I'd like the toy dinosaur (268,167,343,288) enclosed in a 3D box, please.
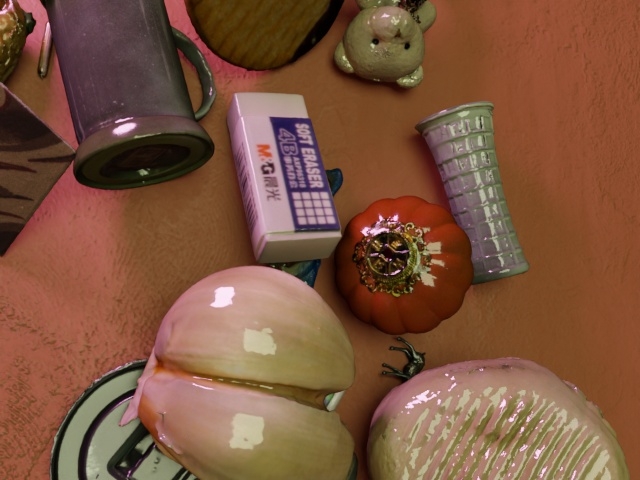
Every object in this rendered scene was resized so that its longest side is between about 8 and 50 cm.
[{"bbox_3d":[0.000,0.000,1.048,0.188,0.075,0.248,-20,62,-18],"label":"toy dinosaur"}]

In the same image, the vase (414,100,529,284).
[{"bbox_3d":[0.271,-0.077,1.134,0.143,0.143,0.299,-12,83,-20],"label":"vase"}]

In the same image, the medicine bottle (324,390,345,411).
[{"bbox_3d":[-0.072,0.194,0.982,0.219,0.078,0.115,34,82,-8],"label":"medicine bottle"}]

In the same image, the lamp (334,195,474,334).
[{"bbox_3d":[0.130,0.039,1.025,0.223,0.196,0.223,-5,77,20],"label":"lamp"}]

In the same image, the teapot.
[{"bbox_3d":[-0.276,-0.267,0.980,0.270,0.200,0.337,-7,76,-47],"label":"teapot"}]

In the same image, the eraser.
[{"bbox_3d":[-0.063,-0.104,1.017,0.124,0.081,0.279,-4,61,-21],"label":"eraser"}]

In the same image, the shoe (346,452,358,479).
[{"bbox_3d":[0.010,0.411,0.972,0.077,0.074,0.194,43,64,-28],"label":"shoe"}]

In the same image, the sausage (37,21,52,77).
[{"bbox_3d":[-0.431,-0.301,1.017,0.015,0.015,0.100,7,75,-17],"label":"sausage"}]

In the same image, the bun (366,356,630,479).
[{"bbox_3d":[0.249,0.341,0.949,0.362,0.234,0.326,1,69,8],"label":"bun"}]

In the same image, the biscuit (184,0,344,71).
[{"bbox_3d":[-0.079,-0.428,1.038,0.318,0.318,0.040,-32,48,-22],"label":"biscuit"}]

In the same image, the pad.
[{"bbox_3d":[-0.511,-0.154,0.883,0.330,0.004,0.220,42,111,-5],"label":"pad"}]

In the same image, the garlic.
[{"bbox_3d":[-0.085,0.198,0.853,0.313,0.249,0.286,20,55,0],"label":"garlic"}]

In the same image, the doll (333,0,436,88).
[{"bbox_3d":[0.135,-0.421,1.145,0.175,0.149,0.278,13,84,-6],"label":"doll"}]

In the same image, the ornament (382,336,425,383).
[{"bbox_3d":[0.165,0.222,1.083,0.125,0.028,0.073,32,70,-7],"label":"ornament"}]

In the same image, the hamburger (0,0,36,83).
[{"bbox_3d":[-0.536,-0.312,0.928,0.206,0.130,0.183,30,72,-12],"label":"hamburger"}]

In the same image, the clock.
[{"bbox_3d":[-0.232,0.307,0.917,0.280,0.055,0.281,4,76,-18],"label":"clock"}]
